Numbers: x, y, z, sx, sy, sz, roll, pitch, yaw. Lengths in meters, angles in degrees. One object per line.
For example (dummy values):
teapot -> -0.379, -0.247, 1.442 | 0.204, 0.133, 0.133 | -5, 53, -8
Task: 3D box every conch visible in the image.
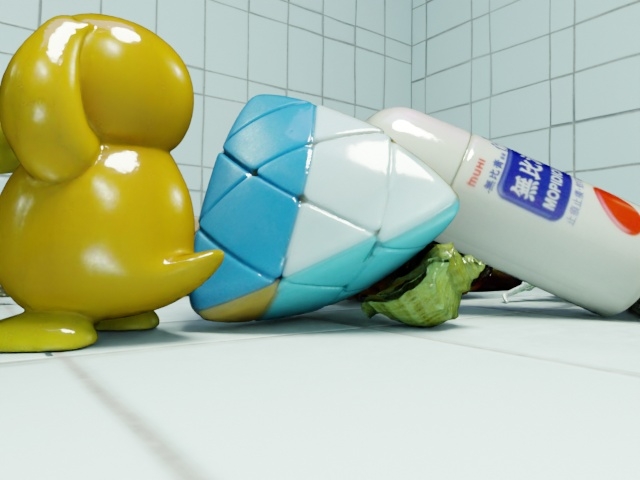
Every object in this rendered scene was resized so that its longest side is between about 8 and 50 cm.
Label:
conch -> 0.092, 0.041, 0.474 | 0.121, 0.074, 0.089 | -20, -29, 11

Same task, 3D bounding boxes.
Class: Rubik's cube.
Rubik's cube -> 0.000, 0.000, 0.470 | 0.254, 0.254, 0.254 | 1, -2, 0

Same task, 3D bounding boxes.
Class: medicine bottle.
medicine bottle -> 0.190, -0.042, 0.591 | 0.341, 0.130, 0.130 | 25, 1, 5

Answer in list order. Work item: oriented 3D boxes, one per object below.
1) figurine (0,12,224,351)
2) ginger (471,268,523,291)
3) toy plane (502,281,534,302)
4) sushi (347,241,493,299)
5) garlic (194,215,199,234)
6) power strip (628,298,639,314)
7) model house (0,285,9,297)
figurine -> -0.172, -0.040, 0.401 | 0.215, 0.228, 0.215 | -23, -4, -2
ginger -> 0.294, 0.001, 1.171 | 0.358, 0.211, 0.413 | -2, -2, 28
toy plane -> 0.382, 0.031, 0.770 | 0.251, 0.101, 0.255 | -20, -14, 9
sushi -> 0.118, 0.004, 0.768 | 0.343, 0.181, 0.196 | 1, 3, -30
garlic -> -0.229, 0.027, 0.889 | 0.279, 0.132, 0.325 | 9, 8, 27
power strip -> 0.400, 0.068, 0.586 | 0.092, 0.034, 0.268 | 0, -2, 22
model house -> -0.468, 0.020, 0.579 | 0.248, 0.181, 0.176 | 27, 34, -15
